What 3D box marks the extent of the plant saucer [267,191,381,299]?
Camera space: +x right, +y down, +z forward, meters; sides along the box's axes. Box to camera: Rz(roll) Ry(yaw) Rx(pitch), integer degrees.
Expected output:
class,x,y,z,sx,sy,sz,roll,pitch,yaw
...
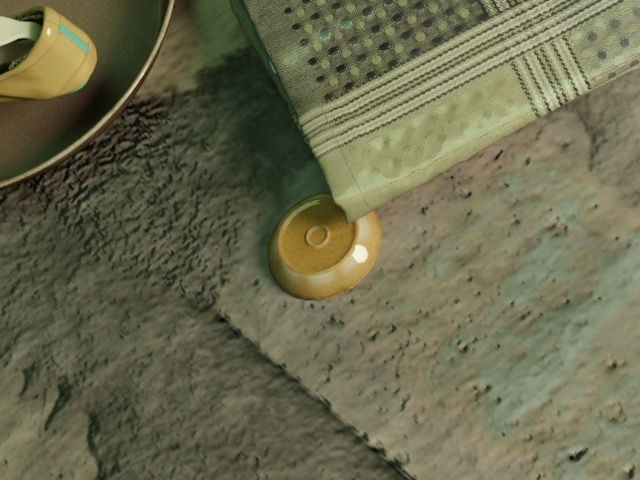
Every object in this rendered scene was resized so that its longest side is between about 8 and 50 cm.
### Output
class,x,y,z,sx,sy,sz,roll,pitch,yaw
plant saucer,0.000,0.000,1.357,0.083,0.015,0.083,-10,60,17

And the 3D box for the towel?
class,x,y,z,sx,sy,sz,roll,pitch,yaw
towel,0.100,-0.194,1.407,0.324,0.056,0.312,-26,58,4

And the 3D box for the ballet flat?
class,x,y,z,sx,sy,sz,roll,pitch,yaw
ballet flat,-0.278,-0.130,1.451,0.232,0.073,0.080,-11,59,17

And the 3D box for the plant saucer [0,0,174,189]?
class,x,y,z,sx,sy,sz,roll,pitch,yaw
plant saucer,-0.244,-0.160,1.526,0.310,0.050,0.311,-9,60,17
